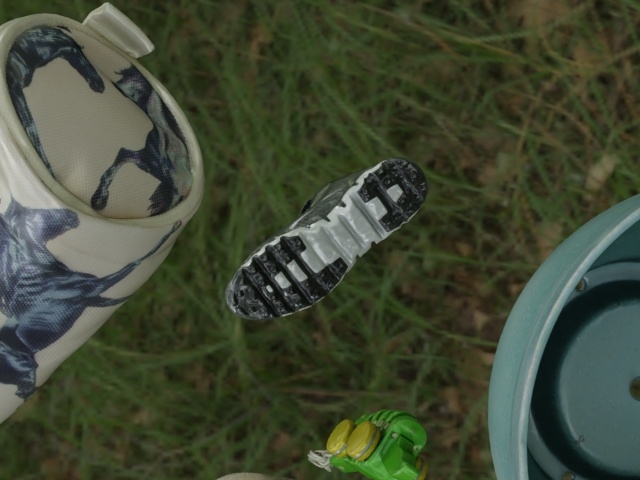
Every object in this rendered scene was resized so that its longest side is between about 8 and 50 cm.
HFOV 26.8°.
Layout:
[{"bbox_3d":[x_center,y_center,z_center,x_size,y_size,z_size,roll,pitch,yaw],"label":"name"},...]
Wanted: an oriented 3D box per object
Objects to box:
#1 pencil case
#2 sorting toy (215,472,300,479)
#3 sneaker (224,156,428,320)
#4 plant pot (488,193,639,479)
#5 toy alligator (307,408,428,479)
[{"bbox_3d":[-0.239,0.032,0.882,0.410,0.160,0.183,-44,39,32],"label":"pencil case"},{"bbox_3d":[-0.017,0.191,0.530,0.038,0.208,0.193,2,79,10],"label":"sorting toy"},{"bbox_3d":[0.000,0.000,1.358,0.234,0.078,0.106,-38,12,-8],"label":"sneaker"},{"bbox_3d":[0.224,0.100,0.816,0.196,0.293,0.293,-168,88,-77],"label":"plant pot"},{"bbox_3d":[0.038,0.150,1.003,0.051,0.056,0.189,-58,13,-16],"label":"toy alligator"}]
